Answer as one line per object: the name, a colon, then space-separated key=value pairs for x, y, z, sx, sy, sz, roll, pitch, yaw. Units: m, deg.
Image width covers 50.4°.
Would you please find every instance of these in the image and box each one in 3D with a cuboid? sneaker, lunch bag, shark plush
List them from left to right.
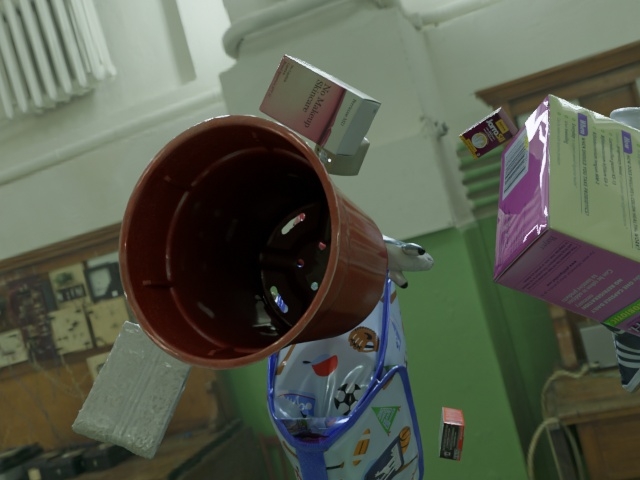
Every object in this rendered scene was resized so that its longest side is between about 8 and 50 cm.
lunch bag: x=0.040 y=0.274 z=1.110 sx=0.239 sy=0.327 sz=0.385 roll=-4 pitch=35 yaw=12
shark plush: x=0.092 y=0.014 z=1.035 sx=0.161 sy=0.073 sz=0.067 roll=16 pitch=28 yaw=13
sneaker: x=0.604 y=0.188 z=1.344 sx=0.099 sy=0.153 sz=0.282 roll=-41 pitch=-31 yaw=-20

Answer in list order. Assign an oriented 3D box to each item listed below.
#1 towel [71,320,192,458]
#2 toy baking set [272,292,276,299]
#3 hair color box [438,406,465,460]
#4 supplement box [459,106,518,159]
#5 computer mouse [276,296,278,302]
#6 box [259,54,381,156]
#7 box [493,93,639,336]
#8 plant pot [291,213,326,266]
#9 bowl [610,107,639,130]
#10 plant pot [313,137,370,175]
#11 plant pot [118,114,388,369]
towel: x=-0.401 y=0.322 z=1.503 sx=0.187 sy=0.282 sz=0.049 roll=19 pitch=-37 yaw=0
toy baking set: x=-0.151 y=0.154 z=1.365 sx=0.197 sy=0.256 sz=0.030 roll=-24 pitch=44 yaw=-17
hair color box: x=0.261 y=0.385 z=1.361 sx=0.043 sy=0.071 sz=0.141 roll=7 pitch=0 yaw=10
supplement box: x=0.300 y=-0.191 z=1.217 sx=0.083 sy=0.055 sz=0.043 roll=-33 pitch=5 yaw=35
computer mouse: x=-0.009 y=0.145 z=1.503 sx=0.272 sy=0.072 sz=0.188 roll=-19 pitch=13 yaw=4
box: x=-0.002 y=-0.316 z=1.612 sx=0.232 sy=0.148 sz=0.127 roll=32 pitch=16 yaw=18
box: x=0.343 y=-0.023 z=0.800 sx=0.243 sy=0.213 sz=0.117 roll=19 pitch=-37 yaw=-6
plant pot: x=0.000 y=0.000 z=1.903 sx=0.191 sy=0.191 sz=0.174 roll=-15 pitch=-25 yaw=-35
bowl: x=0.773 y=-0.186 z=1.504 sx=0.298 sy=0.134 sz=0.298 roll=17 pitch=4 yaw=-1
plant pot: x=0.043 y=-0.228 z=1.739 sx=0.096 sy=0.109 sz=0.109 roll=-20 pitch=-35 yaw=-39
plant pot: x=-0.053 y=0.018 z=0.835 sx=0.273 sy=0.272 sz=0.265 roll=-16 pitch=-15 yaw=21
